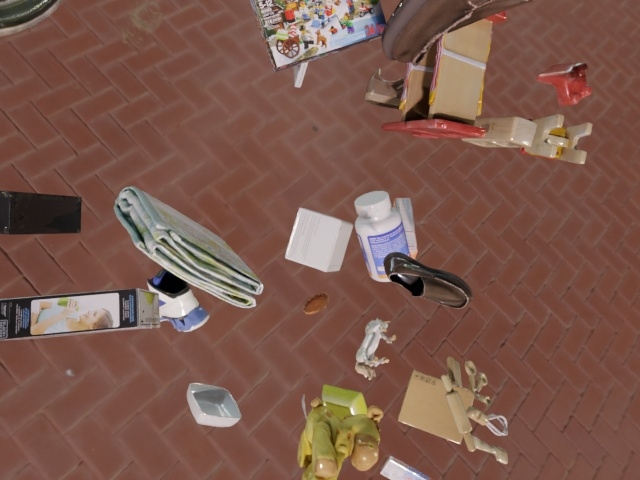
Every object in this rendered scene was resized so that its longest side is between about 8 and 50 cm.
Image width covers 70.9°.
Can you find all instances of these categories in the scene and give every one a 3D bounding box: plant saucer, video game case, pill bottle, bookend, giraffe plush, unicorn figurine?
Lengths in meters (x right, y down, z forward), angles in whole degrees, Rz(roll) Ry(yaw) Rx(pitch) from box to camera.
[{"bbox_3d":[-0.011,0.184,1.299,0.083,0.083,0.013,-42,114,-27],"label":"plant saucer"},{"bbox_3d":[-0.055,-0.551,1.229,0.022,0.173,0.191,-2,76,-13],"label":"video game case"},{"bbox_3d":[0.198,-0.016,1.458,0.152,0.152,0.272,-31,118,-26],"label":"pill bottle"},{"bbox_3d":[0.081,0.569,1.442,0.045,0.188,0.188,-23,98,-39],"label":"plant saucer"},{"bbox_3d":[-0.554,-0.051,0.813,0.156,0.157,0.072,4,93,14],"label":"bookend"},{"bbox_3d":[0.051,0.434,0.963,0.170,0.181,0.210,7,50,-14],"label":"giraffe plush"},{"bbox_3d":[0.119,0.219,0.983,0.060,0.111,0.162,47,67,-12],"label":"unicorn figurine"}]

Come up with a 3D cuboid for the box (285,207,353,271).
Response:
[{"bbox_3d":[0.000,0.000,0.860,0.087,0.101,0.102,17,92,17],"label":"box"}]

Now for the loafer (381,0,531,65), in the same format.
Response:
[{"bbox_3d":[0.182,-0.291,0.501,0.130,0.366,0.134,32,79,-9],"label":"loafer"}]

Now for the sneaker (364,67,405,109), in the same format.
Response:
[{"bbox_3d":[0.184,-0.290,0.883,0.188,0.066,0.071,13,97,4],"label":"sneaker"}]

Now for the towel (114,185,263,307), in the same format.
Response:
[{"bbox_3d":[-0.333,0.012,1.120,0.320,0.374,0.090,38,89,-38],"label":"towel"}]

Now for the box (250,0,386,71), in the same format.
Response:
[{"bbox_3d":[-0.004,-0.433,0.844,0.233,0.044,0.159,-22,103,-10],"label":"box"}]

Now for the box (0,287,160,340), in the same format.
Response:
[{"bbox_3d":[-0.530,0.167,1.014,0.289,0.169,0.087,-4,80,-4],"label":"box"}]

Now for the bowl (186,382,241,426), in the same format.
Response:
[{"bbox_3d":[-0.307,0.467,1.262,0.142,0.142,0.053,27,97,-38],"label":"bowl"}]

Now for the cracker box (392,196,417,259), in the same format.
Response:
[{"bbox_3d":[0.311,-0.025,1.693,0.067,0.156,0.232,-1,63,2],"label":"cracker box"}]

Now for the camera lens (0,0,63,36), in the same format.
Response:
[{"bbox_3d":[-0.392,-0.334,0.436,0.274,0.219,0.219,30,58,32],"label":"camera lens"}]

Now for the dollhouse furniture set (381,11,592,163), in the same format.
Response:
[{"bbox_3d":[0.313,-0.267,0.809,0.374,0.152,0.201,5,99,-27],"label":"dollhouse furniture set"}]

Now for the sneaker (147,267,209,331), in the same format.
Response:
[{"bbox_3d":[-0.492,0.166,1.420,0.127,0.315,0.182,-38,121,-46],"label":"sneaker"}]

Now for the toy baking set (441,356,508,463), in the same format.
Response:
[{"bbox_3d":[0.359,0.385,1.020,0.196,0.030,0.256,3,64,-44],"label":"toy baking set"}]

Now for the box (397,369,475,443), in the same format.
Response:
[{"bbox_3d":[0.358,0.514,1.395,0.201,0.021,0.165,18,84,7],"label":"box"}]

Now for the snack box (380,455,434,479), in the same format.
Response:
[{"bbox_3d":[0.277,0.732,1.380,0.178,0.022,0.064,29,107,3],"label":"snack box"}]

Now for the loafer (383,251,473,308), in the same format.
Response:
[{"bbox_3d":[0.239,0.107,1.023,0.220,0.080,0.078,23,41,1],"label":"loafer"}]
